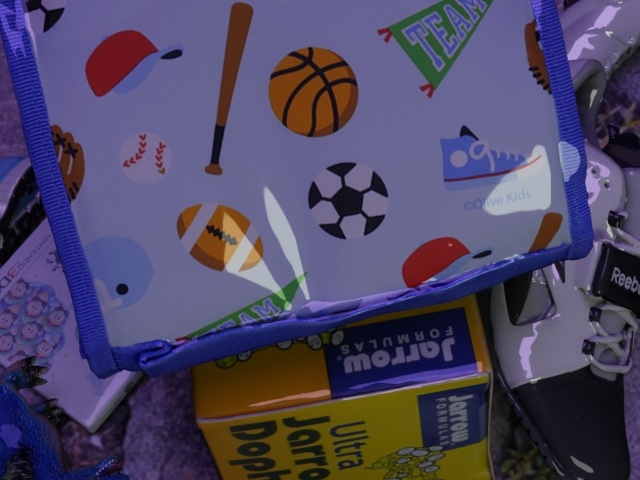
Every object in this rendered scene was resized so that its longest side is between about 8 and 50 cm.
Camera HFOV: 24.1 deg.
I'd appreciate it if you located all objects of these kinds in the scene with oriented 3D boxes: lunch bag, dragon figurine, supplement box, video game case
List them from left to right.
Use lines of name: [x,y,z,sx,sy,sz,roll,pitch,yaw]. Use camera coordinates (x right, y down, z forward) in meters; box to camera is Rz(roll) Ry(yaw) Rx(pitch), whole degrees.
dragon figurine: [-0.262,0.169,1.077,0.289,0.085,0.144,-7,40,0]
video game case: [-0.193,0.056,1.193,0.157,0.019,0.143,32,72,23]
lunch bag: [-0.032,-0.131,0.931,0.327,0.239,0.386,-15,81,-3]
supplement box: [0.000,0.000,1.105,0.195,0.194,0.357,-10,58,1]

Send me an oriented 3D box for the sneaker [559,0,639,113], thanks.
sneaker: [0.219,-0.144,1.246,0.212,0.080,0.094,-26,71,-1]

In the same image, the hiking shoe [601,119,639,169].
hiking shoe: [0.308,-0.030,1.149,0.227,0.086,0.114,21,67,20]

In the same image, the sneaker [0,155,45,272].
sneaker: [-0.290,-0.009,1.235,0.073,0.063,0.162,16,53,30]

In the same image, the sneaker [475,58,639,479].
sneaker: [0.188,0.016,1.071,0.146,0.122,0.331,-22,70,25]
